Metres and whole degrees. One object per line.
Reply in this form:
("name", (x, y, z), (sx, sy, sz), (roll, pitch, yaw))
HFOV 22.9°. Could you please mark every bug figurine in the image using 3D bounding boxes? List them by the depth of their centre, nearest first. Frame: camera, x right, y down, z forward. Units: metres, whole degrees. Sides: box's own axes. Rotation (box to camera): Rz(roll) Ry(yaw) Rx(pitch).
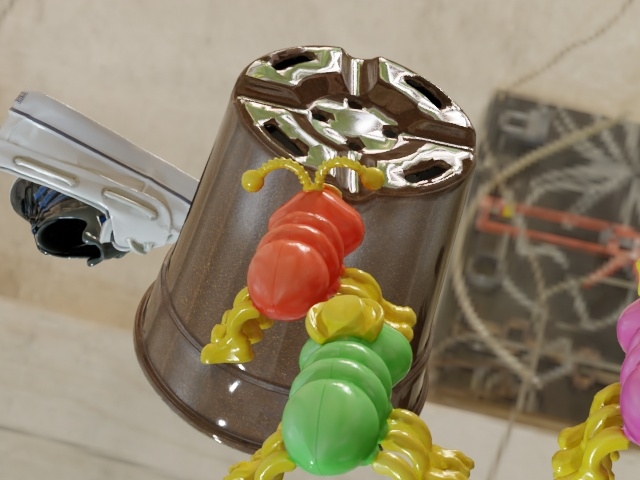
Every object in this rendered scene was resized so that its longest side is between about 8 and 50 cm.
("bug figurine", (0.077, 0.027, 0.611), (0.216, 0.279, 0.072), (-71, -24, -61))

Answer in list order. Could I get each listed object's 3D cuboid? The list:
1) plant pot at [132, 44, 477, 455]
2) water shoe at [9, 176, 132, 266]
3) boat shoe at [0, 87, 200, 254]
("plant pot", (0.000, 0.000, 0.819), (0.167, 0.167, 0.165), (-70, -1, -53))
("water shoe", (-0.276, -0.027, 1.656), (0.080, 0.203, 0.073), (-29, -58, -40))
("boat shoe", (-0.163, -0.032, 1.384), (0.088, 0.267, 0.096), (-61, 13, -7))
